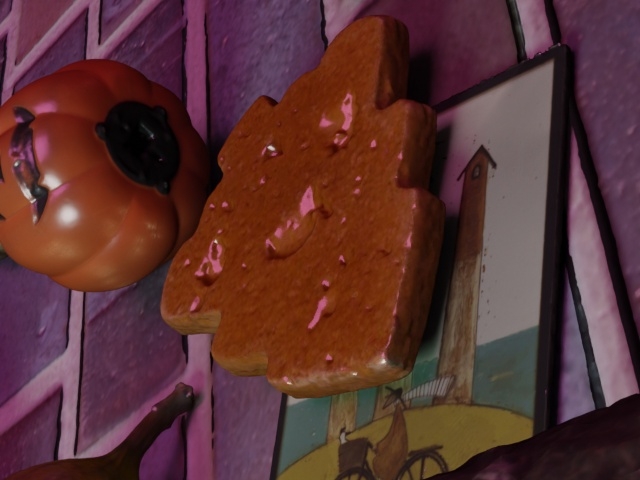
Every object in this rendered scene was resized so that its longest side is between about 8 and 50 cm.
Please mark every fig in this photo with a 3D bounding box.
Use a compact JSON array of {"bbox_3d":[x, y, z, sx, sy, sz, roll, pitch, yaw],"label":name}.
[{"bbox_3d":[-0.154,0.212,0.997,0.160,0.231,0.143,-26,91,44],"label":"fig"}]

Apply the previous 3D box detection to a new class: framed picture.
[{"bbox_3d":[0.058,0.052,0.893,0.244,0.013,0.324,-23,50,45],"label":"framed picture"}]

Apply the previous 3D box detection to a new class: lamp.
[{"bbox_3d":[-0.189,-0.049,1.150,0.164,0.187,0.188,-25,48,41],"label":"lamp"}]

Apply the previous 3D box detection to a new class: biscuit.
[{"bbox_3d":[0.000,0.000,0.960,0.284,0.043,0.306,-51,36,16],"label":"biscuit"}]

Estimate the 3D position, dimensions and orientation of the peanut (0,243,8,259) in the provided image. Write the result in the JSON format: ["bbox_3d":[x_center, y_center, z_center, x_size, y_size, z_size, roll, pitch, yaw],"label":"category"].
[{"bbox_3d":[-0.371,-0.009,1.466,0.228,0.085,0.104,-24,58,42],"label":"peanut"}]

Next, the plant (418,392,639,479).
[{"bbox_3d":[0.090,0.204,0.555,0.312,0.215,0.213,-40,42,36],"label":"plant"}]
